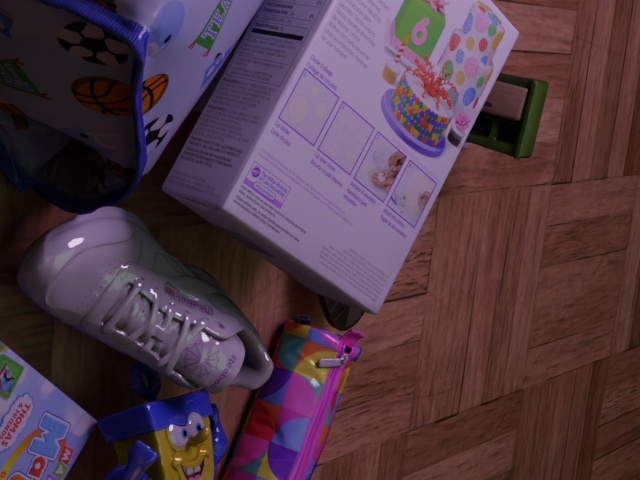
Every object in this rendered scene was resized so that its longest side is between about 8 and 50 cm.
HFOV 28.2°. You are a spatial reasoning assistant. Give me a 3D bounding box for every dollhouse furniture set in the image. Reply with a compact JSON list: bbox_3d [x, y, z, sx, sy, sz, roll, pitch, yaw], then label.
[{"bbox_3d":[0.176,-0.261,1.503,0.197,0.151,0.301,-4,110,-54],"label":"dollhouse furniture set"}]

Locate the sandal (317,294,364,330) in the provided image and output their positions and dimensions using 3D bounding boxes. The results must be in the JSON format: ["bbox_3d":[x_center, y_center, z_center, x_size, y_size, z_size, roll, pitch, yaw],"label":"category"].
[{"bbox_3d":[0.000,0.000,1.465,0.090,0.060,0.219,-38,115,-28],"label":"sandal"}]

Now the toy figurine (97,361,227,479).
[{"bbox_3d":[-0.185,0.228,1.215,0.362,0.191,0.217,-3,82,-60],"label":"toy figurine"}]

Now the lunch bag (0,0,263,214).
[{"bbox_3d":[-0.153,-0.222,1.005,0.328,0.239,0.385,-60,174,-19],"label":"lunch bag"}]

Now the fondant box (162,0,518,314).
[{"bbox_3d":[0.029,-0.128,1.208,0.238,0.096,0.330,36,78,-43],"label":"fondant box"}]

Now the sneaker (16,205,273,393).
[{"bbox_3d":[-0.147,0.063,1.188,0.114,0.152,0.305,-54,144,5],"label":"sneaker"}]

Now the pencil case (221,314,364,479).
[{"bbox_3d":[-0.033,0.202,1.449,0.104,0.104,0.236,33,76,-53],"label":"pencil case"}]

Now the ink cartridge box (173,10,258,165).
[{"bbox_3d":[-0.008,-0.166,1.318,0.197,0.114,0.273,22,83,-44],"label":"ink cartridge box"}]

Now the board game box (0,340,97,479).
[{"bbox_3d":[-0.303,0.177,1.121,0.160,0.039,0.211,-61,143,-21],"label":"board game box"}]
